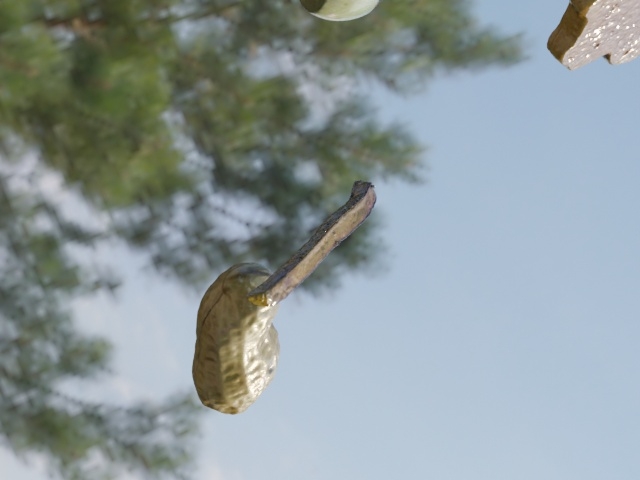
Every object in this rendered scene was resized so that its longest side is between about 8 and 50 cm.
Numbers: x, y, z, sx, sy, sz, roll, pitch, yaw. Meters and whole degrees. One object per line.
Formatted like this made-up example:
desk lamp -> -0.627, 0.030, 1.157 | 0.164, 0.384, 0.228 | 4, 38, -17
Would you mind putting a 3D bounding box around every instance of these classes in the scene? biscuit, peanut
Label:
biscuit -> 0.292, -0.213, 1.515 | 0.036, 0.225, 0.166 | 59, -24, 24
peanut -> -0.072, 0.085, 1.607 | 0.080, 0.080, 0.174 | 51, -35, 34

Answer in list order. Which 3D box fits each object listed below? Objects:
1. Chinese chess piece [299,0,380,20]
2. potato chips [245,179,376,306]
Chinese chess piece -> 0.018, -0.276, 1.679 | 0.144, 0.058, 0.144 | 179, -90, -70
potato chips -> 0.000, 0.000, 1.530 | 0.037, 0.204, 0.026 | -8, -64, 36
